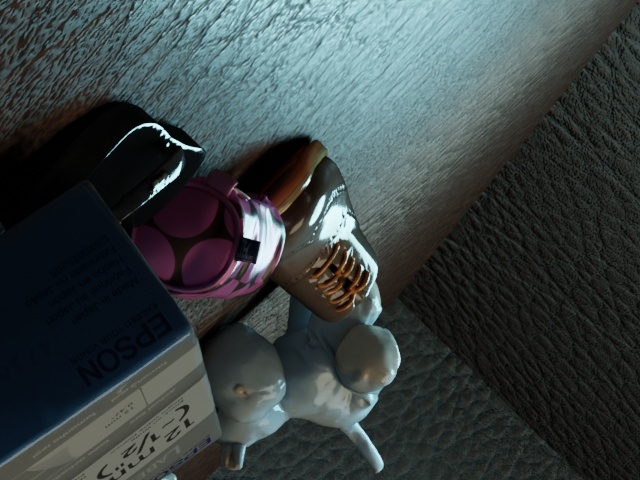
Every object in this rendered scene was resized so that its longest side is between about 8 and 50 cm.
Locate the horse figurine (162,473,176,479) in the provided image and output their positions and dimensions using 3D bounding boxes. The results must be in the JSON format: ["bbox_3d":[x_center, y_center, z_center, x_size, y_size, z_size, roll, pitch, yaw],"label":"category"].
[{"bbox_3d":[-0.238,0.314,2.002,0.263,0.066,0.174,-17,169,32],"label":"horse figurine"}]

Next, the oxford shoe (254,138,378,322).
[{"bbox_3d":[0.000,0.000,1.643,0.130,0.133,0.363,-45,173,1],"label":"oxford shoe"}]

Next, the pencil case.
[{"bbox_3d":[-0.079,-0.003,1.349,0.209,0.095,0.098,8,106,-85],"label":"pencil case"}]

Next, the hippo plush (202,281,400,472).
[{"bbox_3d":[-0.053,0.149,2.171,0.236,0.234,0.294,-13,147,-14],"label":"hippo plush"}]

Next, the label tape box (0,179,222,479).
[{"bbox_3d":[-0.187,0.132,1.031,0.249,0.115,0.348,-35,161,-11],"label":"label tape box"}]

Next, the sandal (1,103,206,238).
[{"bbox_3d":[-0.114,-0.033,1.068,0.097,0.054,0.254,-47,173,14],"label":"sandal"}]
